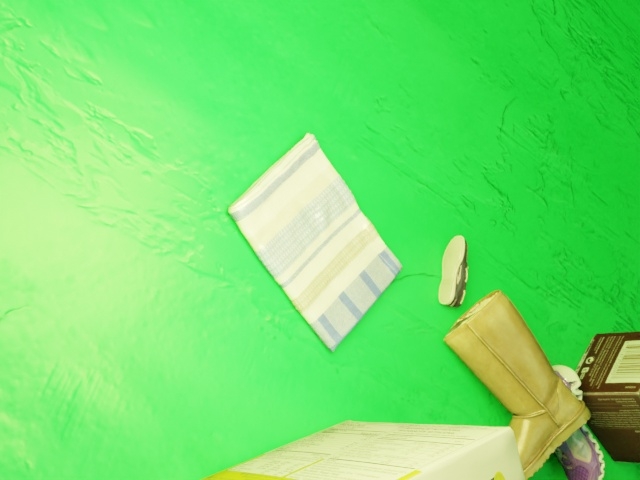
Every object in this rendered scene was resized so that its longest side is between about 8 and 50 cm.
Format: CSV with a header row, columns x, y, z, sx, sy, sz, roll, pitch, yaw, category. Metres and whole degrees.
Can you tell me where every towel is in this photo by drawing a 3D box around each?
x,y,z,sx,sy,sz,roll,pitch,yaw,category
0.000,0.000,1.353,0.209,0.034,0.285,-45,109,-33,towel

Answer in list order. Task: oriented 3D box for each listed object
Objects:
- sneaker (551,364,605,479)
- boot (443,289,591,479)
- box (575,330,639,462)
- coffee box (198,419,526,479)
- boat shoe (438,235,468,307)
x,y,z,sx,sy,sz,roll,pitch,yaw,category
0.436,0.353,1.591,0.104,0.095,0.237,-14,86,-31,sneaker
0.303,0.261,1.502,0.236,0.089,0.269,-41,95,-11,boot
0.617,0.303,1.683,0.203,0.167,0.168,52,55,-18,box
0.059,0.444,1.122,0.334,0.338,0.338,-13,90,-39,coffee box
0.238,0.055,1.516,0.038,0.046,0.125,20,73,-33,boat shoe
